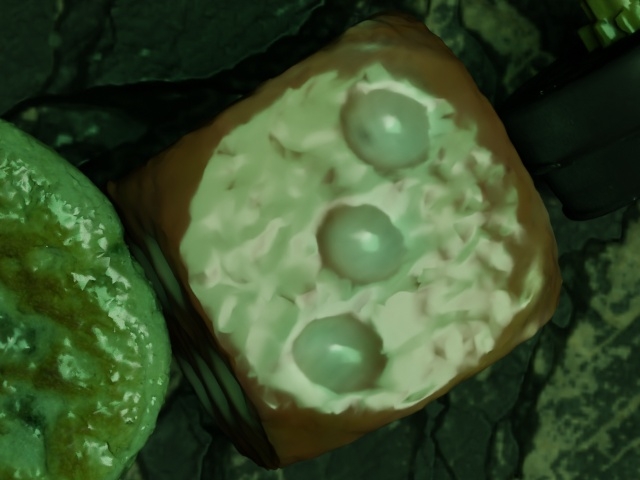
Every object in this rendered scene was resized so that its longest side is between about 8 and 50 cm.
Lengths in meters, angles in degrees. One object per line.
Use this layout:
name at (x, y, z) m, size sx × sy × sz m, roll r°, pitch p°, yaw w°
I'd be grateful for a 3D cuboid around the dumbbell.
dumbbell at (0.242, 0.002, 0.933) m, size 0.185 × 0.185 × 0.388 m, roll -35°, pitch 96°, yaw -12°

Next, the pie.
pie at (-0.187, 0.053, 0.861) m, size 0.241 × 0.054 × 0.240 m, roll 2°, pitch 102°, yaw 10°

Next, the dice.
dice at (0.000, 0.000, 0.883) m, size 0.179 × 0.175 × 0.174 m, roll -29°, pitch 95°, yaw -9°
